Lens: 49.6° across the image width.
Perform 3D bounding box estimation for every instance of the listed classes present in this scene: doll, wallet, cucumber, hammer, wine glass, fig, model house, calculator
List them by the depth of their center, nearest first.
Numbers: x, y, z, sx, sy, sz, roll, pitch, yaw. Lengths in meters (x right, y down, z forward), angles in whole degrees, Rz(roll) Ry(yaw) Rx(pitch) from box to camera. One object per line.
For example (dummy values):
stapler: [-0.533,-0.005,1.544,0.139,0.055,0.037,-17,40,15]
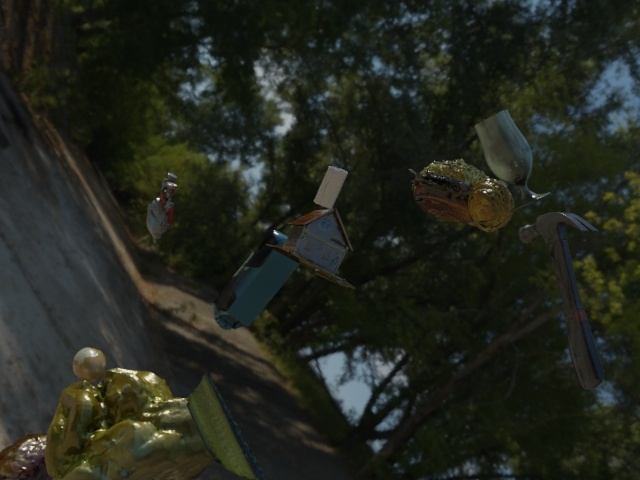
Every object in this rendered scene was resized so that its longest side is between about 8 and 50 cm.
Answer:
doll: [-0.226,-0.040,0.980,0.057,0.039,0.114,43,-55,27]
hammer: [0.407,0.091,1.114,0.137,0.037,0.290,-37,-122,57]
cucumber: [-0.167,0.332,1.187,0.220,0.070,0.046,63,14,0]
wine glass: [0.396,-0.169,1.445,0.093,0.093,0.202,148,-81,-79]
model house: [0.000,0.000,1.543,0.207,0.136,0.219,27,-5,-13]
calculator: [-0.151,0.097,1.695,0.051,0.293,0.173,36,-7,28]
fig: [-0.789,0.647,1.766,0.286,0.369,0.286,31,52,-51]
wallet: [0.030,-0.153,1.994,0.025,0.061,0.122,-99,-150,-58]

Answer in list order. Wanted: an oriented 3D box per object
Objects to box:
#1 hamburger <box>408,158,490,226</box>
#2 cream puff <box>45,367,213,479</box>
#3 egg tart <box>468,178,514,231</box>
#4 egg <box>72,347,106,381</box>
hamburger: [0.364,-0.141,1.923,0.262,0.138,0.243,20,-11,8]
cream puff: [-0.384,0.385,1.406,0.257,0.324,0.291,64,2,23]
egg tart: [0.385,-0.079,1.591,0.130,0.052,0.130,12,-75,49]
egg: [-0.504,0.274,1.515,0.083,0.071,0.071,22,-36,51]
